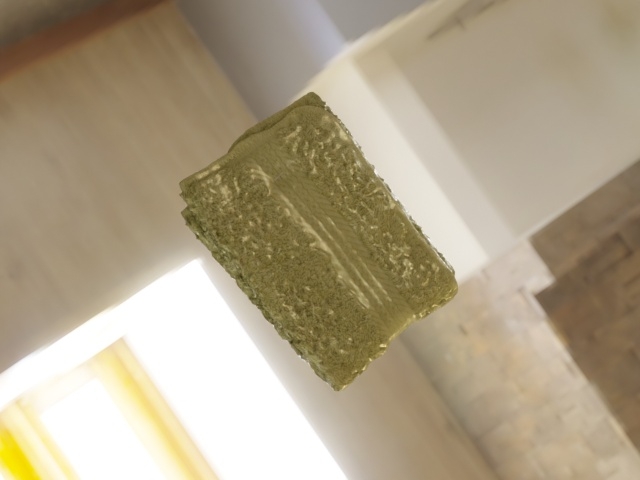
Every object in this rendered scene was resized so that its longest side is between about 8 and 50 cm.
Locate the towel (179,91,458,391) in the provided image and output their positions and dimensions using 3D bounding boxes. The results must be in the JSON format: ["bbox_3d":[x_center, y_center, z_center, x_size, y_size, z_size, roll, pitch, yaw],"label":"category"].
[{"bbox_3d":[0.000,0.000,0.834,0.110,0.148,0.027,-39,-176,-18],"label":"towel"}]
